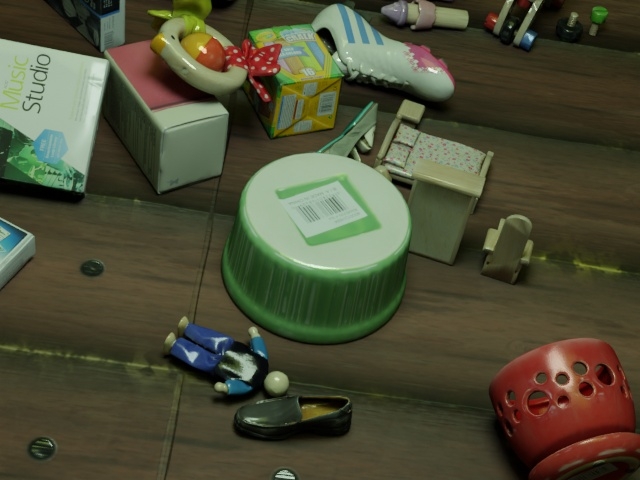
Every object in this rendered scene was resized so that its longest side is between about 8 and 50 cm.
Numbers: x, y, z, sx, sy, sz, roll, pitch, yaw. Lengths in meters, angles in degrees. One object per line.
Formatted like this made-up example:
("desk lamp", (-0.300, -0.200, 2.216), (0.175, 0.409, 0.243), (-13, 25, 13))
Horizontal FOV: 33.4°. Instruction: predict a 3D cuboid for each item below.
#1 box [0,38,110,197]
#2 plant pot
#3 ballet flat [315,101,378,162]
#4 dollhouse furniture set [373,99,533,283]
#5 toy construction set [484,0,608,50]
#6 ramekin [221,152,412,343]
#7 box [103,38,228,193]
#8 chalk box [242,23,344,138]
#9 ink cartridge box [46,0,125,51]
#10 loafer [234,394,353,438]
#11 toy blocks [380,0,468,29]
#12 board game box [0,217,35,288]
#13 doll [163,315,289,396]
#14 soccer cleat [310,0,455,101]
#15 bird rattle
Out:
("box", (-0.527, -0.214, 1.755), (0.322, 0.058, 0.232), (10, 81, -6))
("plant pot", (0.351, 0.256, 1.491), (0.191, 0.191, 0.174), (-6, 57, -17))
("ballet flat", (0.056, -0.174, 1.935), (0.068, 0.072, 0.213), (47, 51, -4))
("dollhouse furniture set", (0.253, -0.142, 1.857), (0.303, 0.174, 0.355), (19, 46, 6))
("toy construction set", (0.445, -0.586, 2.276), (0.257, 0.237, 0.309), (-23, 55, -29))
("ramekin", (0.000, 0.000, 1.686), (0.303, 0.148, 0.303), (6, 46, -6))
("box", (-0.272, -0.220, 1.842), (0.126, 0.149, 0.232), (-19, 53, -28))
("chalk box", (-0.064, -0.313, 1.987), (0.132, 0.132, 0.213), (-12, 49, -22))
("ink cartridge box", (-0.499, -0.525, 2.080), (0.065, 0.165, 0.332), (-29, 57, -31))
("loafer", (-0.037, 0.240, 1.509), (0.170, 0.061, 0.062), (-3, 48, -13))
("toy blocks", (0.194, -0.636, 2.237), (0.260, 0.289, 0.309), (3, 49, -16))
("board game box", (-0.617, 0.000, 1.620), (0.305, 0.053, 0.193), (27, 50, 12))
("doll", (-0.130, 0.173, 1.565), (0.189, 0.046, 0.129), (25, 48, 13))
("soccer cleat", (0.106, -0.342, 2.079), (0.331, 0.116, 0.143), (37, 66, 25))
("bird rattle", (-0.189, -0.309, 1.799), (0.253, 0.143, 0.207), (46, 33, -10))
